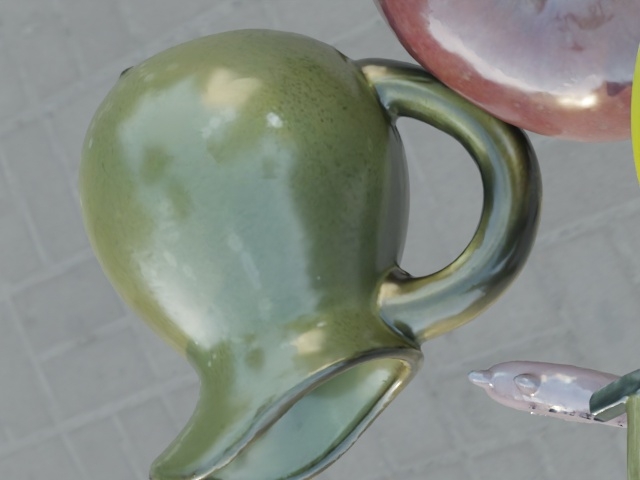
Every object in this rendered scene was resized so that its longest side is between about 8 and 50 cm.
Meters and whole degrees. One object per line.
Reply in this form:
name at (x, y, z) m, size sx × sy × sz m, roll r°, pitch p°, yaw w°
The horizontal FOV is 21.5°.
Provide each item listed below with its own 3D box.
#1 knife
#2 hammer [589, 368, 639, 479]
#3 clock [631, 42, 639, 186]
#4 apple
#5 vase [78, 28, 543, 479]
knife at (0.263, 0.117, 1.080) m, size 0.132 × 0.399 × 0.038 m, roll -3°, pitch 77°, yaw 52°
hammer at (0.145, 0.139, 0.723) m, size 0.013 × 0.198 × 0.062 m, roll 27°, pitch 136°, yaw -28°
clock at (0.290, -0.075, 0.852) m, size 0.277 × 0.071 × 0.293 m, roll 21°, pitch 95°, yaw -15°
apple at (0.170, -0.208, 1.096) m, size 0.306 × 0.235 × 0.305 m, roll 5°, pitch 105°, yaw 20°
vase at (0.000, 0.000, 1.205) m, size 0.329 × 0.241 × 0.302 m, roll -21°, pitch 71°, yaw 13°
